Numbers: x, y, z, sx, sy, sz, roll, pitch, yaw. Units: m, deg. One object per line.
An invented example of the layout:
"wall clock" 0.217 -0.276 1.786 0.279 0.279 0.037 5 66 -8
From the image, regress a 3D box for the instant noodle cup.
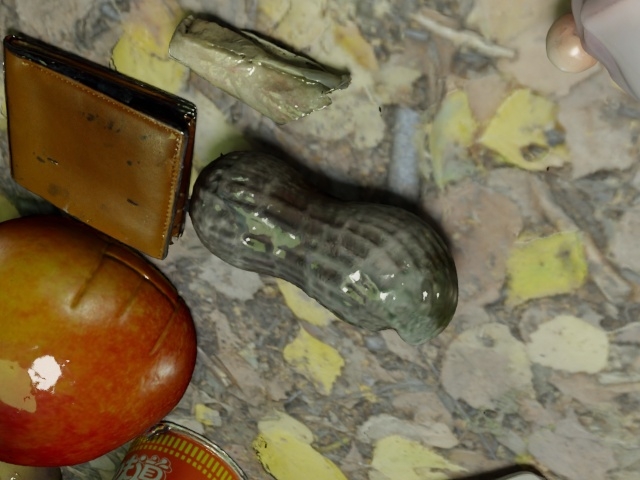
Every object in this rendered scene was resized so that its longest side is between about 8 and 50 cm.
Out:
"instant noodle cup" -0.212 0.364 1.009 0.193 0.212 0.193 14 130 18

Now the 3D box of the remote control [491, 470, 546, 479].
"remote control" 0.145 0.288 0.878 0.229 0.044 0.073 -31 111 32

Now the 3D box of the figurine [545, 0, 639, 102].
"figurine" 0.172 -0.162 0.440 0.276 0.133 0.200 37 137 -2

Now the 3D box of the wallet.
"wallet" -0.207 -0.086 0.770 0.195 0.042 0.161 25 129 11

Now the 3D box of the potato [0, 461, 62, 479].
"potato" -0.427 0.350 1.198 0.089 0.100 0.172 4 124 19

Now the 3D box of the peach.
"peach" -0.273 0.118 0.873 0.275 0.245 0.248 30 163 -11

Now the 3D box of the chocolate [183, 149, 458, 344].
"chocolate" 0.000 0.000 0.684 0.248 0.110 0.110 25 133 8

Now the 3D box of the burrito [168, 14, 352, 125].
"burrito" -0.051 -0.131 0.645 0.149 0.041 0.055 25 120 8
